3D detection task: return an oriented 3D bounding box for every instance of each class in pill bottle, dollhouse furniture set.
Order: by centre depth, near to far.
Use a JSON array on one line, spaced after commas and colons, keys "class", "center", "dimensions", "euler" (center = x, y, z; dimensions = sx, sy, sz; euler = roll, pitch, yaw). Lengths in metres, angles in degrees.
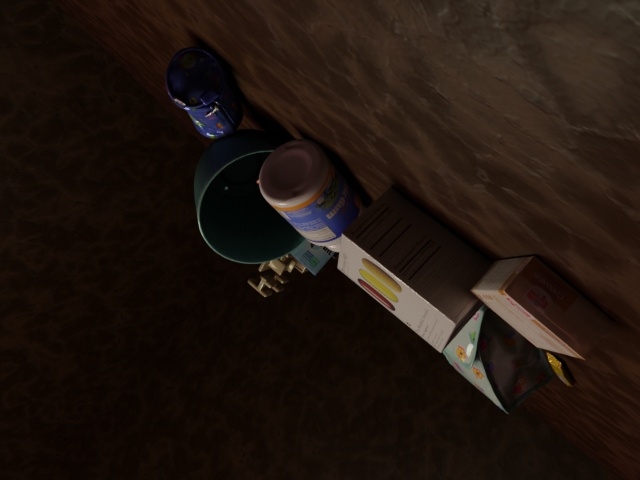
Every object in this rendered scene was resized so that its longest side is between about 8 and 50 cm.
[{"class": "pill bottle", "center": [-0.002, -0.080, 1.443], "dimensions": [0.152, 0.152, 0.272], "euler": [38, 176, 37]}, {"class": "dollhouse furniture set", "center": [-0.139, 0.040, 2.331], "dimensions": [0.161, 0.212, 0.242], "euler": [38, -156, 19]}]

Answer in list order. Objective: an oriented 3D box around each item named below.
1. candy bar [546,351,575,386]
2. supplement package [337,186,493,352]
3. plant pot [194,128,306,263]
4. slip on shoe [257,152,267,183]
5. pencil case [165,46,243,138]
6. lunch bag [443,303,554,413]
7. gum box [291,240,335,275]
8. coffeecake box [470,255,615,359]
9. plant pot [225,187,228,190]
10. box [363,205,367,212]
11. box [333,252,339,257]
[{"class": "candy bar", "center": [0.523, 0.284, 1.498], "dimensions": [0.040, 0.018, 0.161], "euler": [42, 179, 41]}, {"class": "supplement package", "center": [0.164, 0.050, 1.194], "dimensions": [0.244, 0.134, 0.139], "euler": [39, 156, 18]}, {"class": "plant pot", "center": [-0.167, -0.129, 1.632], "dimensions": [0.293, 0.293, 0.235], "euler": [43, -171, -37]}, {"class": "slip on shoe", "center": [-0.095, -0.161, 1.892], "dimensions": [0.331, 0.123, 0.101], "euler": [45, 135, -18]}, {"class": "pencil case", "center": [-0.237, -0.299, 1.448], "dimensions": [0.133, 0.119, 0.306], "euler": [57, 178, 3]}, {"class": "lunch bag", "center": [0.313, 0.181, 1.378], "dimensions": [0.262, 0.160, 0.223], "euler": [55, 173, -29]}, {"class": "gum box", "center": [0.000, 0.000, 2.097], "dimensions": [0.041, 0.184, 0.157], "euler": [38, 175, 36]}, {"class": "coffeecake box", "center": [0.312, 0.094, 0.995], "dimensions": [0.142, 0.068, 0.185], "euler": [41, 176, 1]}, {"class": "plant pot", "center": [-0.265, -0.236, 2.253], "dimensions": [0.165, 0.166, 0.234], "euler": [38, 168, 30]}, {"class": "box", "center": [0.030, -0.068, 1.693], "dimensions": [0.113, 0.094, 0.275], "euler": [43, 176, -39]}, {"class": "box", "center": [-0.035, -0.074, 2.219], "dimensions": [0.184, 0.103, 0.261], "euler": [36, 175, 36]}]
